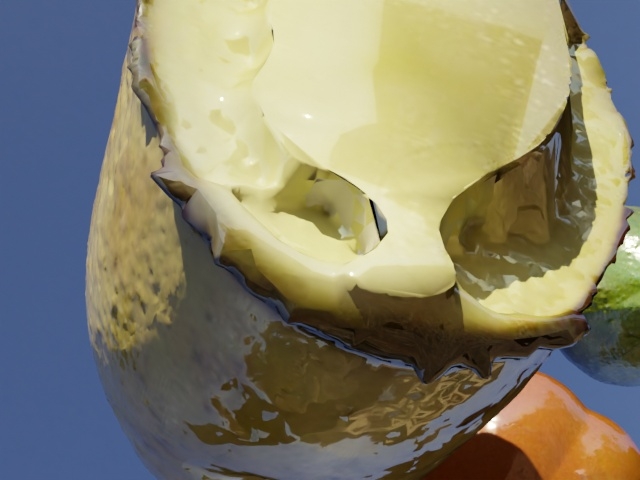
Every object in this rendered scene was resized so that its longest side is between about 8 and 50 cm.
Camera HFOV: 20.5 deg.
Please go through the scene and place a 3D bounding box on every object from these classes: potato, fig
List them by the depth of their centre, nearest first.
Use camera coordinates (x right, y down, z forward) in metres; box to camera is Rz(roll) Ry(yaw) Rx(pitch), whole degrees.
[{"bbox_3d":[0.000,0.000,0.751,0.242,0.285,0.242,-2,-43,-2],"label":"potato"},{"bbox_3d":[0.214,0.031,1.143,0.123,0.156,0.123,6,-104,-24],"label":"fig"}]

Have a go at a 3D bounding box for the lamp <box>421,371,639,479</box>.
[{"bbox_3d":[0.076,0.172,0.933,0.196,0.223,0.223,-38,-39,-76],"label":"lamp"}]
